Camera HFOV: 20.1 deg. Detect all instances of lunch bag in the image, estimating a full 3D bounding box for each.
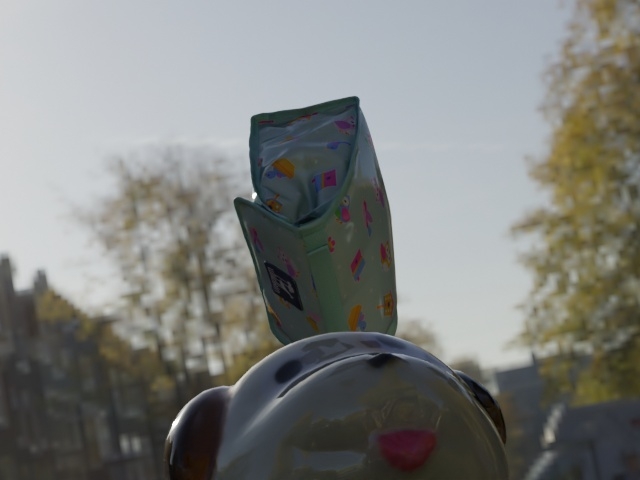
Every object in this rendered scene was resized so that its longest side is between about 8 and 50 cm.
[{"bbox_3d":[0.000,0.000,2.014,0.160,0.223,0.262,-10,34,6],"label":"lunch bag"}]

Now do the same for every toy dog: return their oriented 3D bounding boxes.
[{"bbox_3d":[0.050,0.254,1.131,0.285,0.407,0.395,-8,-17,-7],"label":"toy dog"}]
